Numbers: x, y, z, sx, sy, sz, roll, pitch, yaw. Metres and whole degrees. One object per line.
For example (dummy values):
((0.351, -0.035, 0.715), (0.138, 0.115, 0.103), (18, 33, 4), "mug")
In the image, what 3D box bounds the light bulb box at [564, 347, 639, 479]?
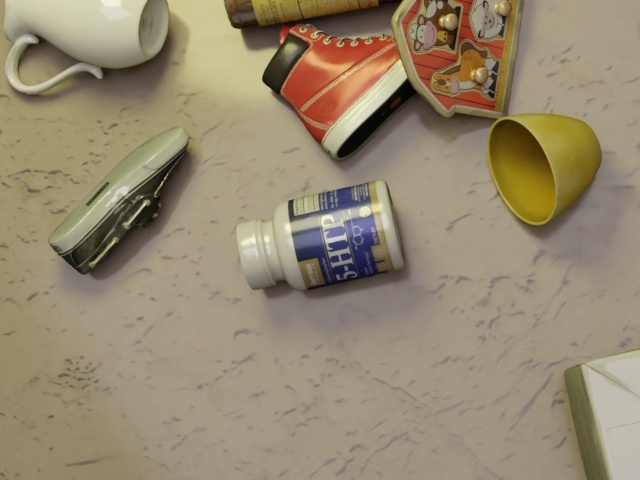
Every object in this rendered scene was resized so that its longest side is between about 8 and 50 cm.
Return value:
((0.457, 0.200, 1.470), (0.358, 0.361, 0.225), (-12, 82, 6), "light bulb box")

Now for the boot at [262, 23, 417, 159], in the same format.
((0.051, -0.242, 1.731), (0.244, 0.088, 0.176), (-41, 73, 0), "boot")

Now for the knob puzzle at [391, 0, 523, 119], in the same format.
((0.166, -0.240, 1.663), (0.030, 0.213, 0.213), (11, 81, 53), "knob puzzle")

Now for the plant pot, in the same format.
((0.275, -0.096, 1.665), (0.095, 0.134, 0.134), (-21, 79, -22), "plant pot")

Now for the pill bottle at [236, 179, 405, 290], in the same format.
((0.000, 0.000, 1.685), (0.187, 0.112, 0.112), (-13, 80, 6), "pill bottle")

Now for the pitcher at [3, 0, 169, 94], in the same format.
((-0.302, -0.261, 1.770), (0.207, 0.125, 0.177), (12, 104, 19), "pitcher")

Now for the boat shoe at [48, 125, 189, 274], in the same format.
((-0.238, -0.051, 1.750), (0.219, 0.078, 0.070), (-44, 113, -4), "boat shoe")

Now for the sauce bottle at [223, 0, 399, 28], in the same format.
((0.050, -0.340, 1.731), (0.344, 0.111, 0.111), (-10, 81, 5), "sauce bottle")
